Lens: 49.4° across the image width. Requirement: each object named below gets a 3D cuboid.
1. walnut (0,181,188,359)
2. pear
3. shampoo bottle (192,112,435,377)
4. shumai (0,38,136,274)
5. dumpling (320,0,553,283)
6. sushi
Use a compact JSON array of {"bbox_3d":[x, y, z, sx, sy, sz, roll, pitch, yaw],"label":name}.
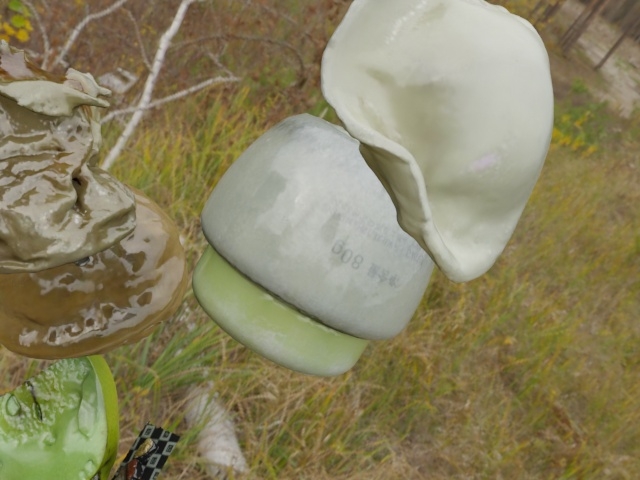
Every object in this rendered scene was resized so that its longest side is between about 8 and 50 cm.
[{"bbox_3d":[-0.453,0.058,1.385,0.383,0.383,0.383,25,32,-17],"label":"walnut"},{"bbox_3d":[-0.575,0.447,1.553,0.318,0.342,0.238,58,-1,14],"label":"pear"},{"bbox_3d":[0.000,0.000,0.957,0.322,0.317,0.322,30,10,-6],"label":"shampoo bottle"},{"bbox_3d":[-0.396,-0.119,0.873,0.314,0.262,0.267,8,24,34],"label":"shumai"},{"bbox_3d":[0.059,-0.071,0.369,0.134,0.169,0.100,16,4,-38],"label":"dumpling"},{"bbox_3d":[-0.411,0.499,1.555,0.031,0.139,0.201,51,56,-37],"label":"sushi"}]
